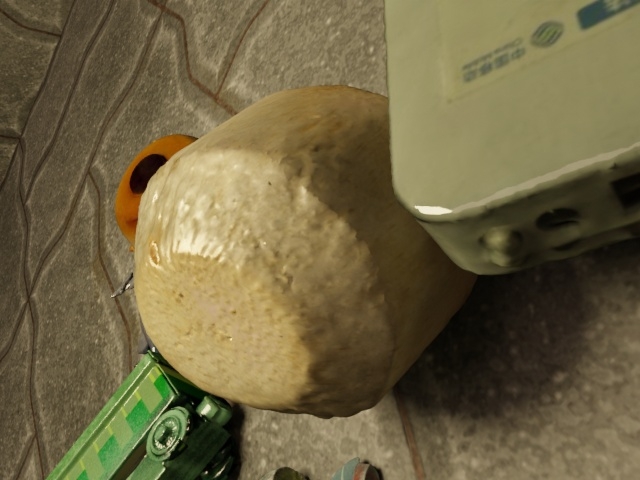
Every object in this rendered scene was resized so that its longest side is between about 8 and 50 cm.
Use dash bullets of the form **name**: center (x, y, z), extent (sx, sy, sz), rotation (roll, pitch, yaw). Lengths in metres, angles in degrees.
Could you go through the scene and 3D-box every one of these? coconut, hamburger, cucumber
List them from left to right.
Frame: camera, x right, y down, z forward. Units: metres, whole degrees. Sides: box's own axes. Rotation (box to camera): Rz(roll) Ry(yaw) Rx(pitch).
- **hamburger**: center (-0.223, -0.066, 0.934), extent (0.237, 0.147, 0.237), rotation (-21, 50, 27)
- **cucumber**: center (-0.063, 0.312, 0.684), extent (0.112, 0.064, 0.064), rotation (-47, 45, 33)
- **coconut**: center (0.000, 0.000, 0.553), extent (0.329, 0.329, 0.329), rotation (-21, 62, 46)

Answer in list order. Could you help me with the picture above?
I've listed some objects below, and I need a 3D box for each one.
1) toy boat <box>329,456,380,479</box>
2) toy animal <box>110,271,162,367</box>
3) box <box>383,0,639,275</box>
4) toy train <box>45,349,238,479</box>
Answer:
- **toy boat**: center (0.016, 0.287, 0.619), extent (0.122, 0.034, 0.096), rotation (-36, 46, 41)
- **toy animal**: center (-0.265, 0.123, 0.994), extent (0.239, 0.176, 0.255), rotation (-28, 23, 39)
- **box**: center (0.227, -0.200, 0.382), extent (0.396, 0.111, 0.397), rotation (-21, 50, 33)
- **toy train**: center (-0.253, 0.318, 0.819), extent (0.301, 0.120, 0.202), rotation (-52, 41, -6)
